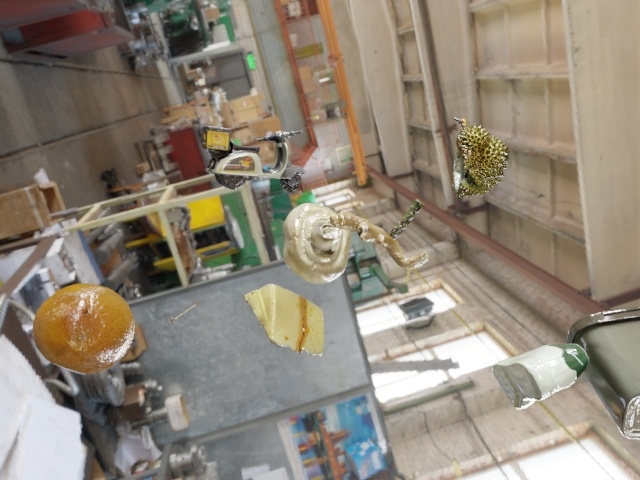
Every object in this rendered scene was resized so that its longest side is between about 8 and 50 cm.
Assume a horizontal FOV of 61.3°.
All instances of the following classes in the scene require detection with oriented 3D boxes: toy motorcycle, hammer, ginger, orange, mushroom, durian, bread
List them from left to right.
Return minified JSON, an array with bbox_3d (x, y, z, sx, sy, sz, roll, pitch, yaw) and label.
[{"bbox_3d":[-0.643,0.240,1.469,0.264,0.265,0.263,164,-90,-86],"label":"orange"},{"bbox_3d":[-0.516,0.272,2.055,0.014,0.123,0.029,25,-36,50],"label":"hammer"},{"bbox_3d":[-0.155,-0.198,1.322,0.091,0.263,0.157,-157,-111,-63],"label":"toy motorcycle"},{"bbox_3d":[-0.106,0.255,1.581,0.240,0.136,0.178,31,46,-41],"label":"bread"},{"bbox_3d":[0.000,0.000,1.721,0.260,0.254,0.234,53,-29,-7],"label":"mushroom"},{"bbox_3d":[0.155,-0.002,1.437,0.075,0.288,0.089,-60,179,19],"label":"ginger"},{"bbox_3d":[0.433,-0.231,1.468,0.193,0.138,0.237,70,19,-73],"label":"durian"}]

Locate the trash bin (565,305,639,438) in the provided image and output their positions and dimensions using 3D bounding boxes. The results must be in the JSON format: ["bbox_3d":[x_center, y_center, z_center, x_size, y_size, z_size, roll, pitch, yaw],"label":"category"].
[{"bbox_3d":[0.729,0.303,1.252,0.250,0.220,0.219,-91,168,-55],"label":"trash bin"}]

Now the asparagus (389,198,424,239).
[{"bbox_3d":[0.268,-0.060,1.716,0.036,0.165,0.030,37,6,-35],"label":"asparagus"}]

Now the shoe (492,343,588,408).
[{"bbox_3d":[0.549,0.329,1.353,0.363,0.160,0.131,75,-11,-70],"label":"shoe"}]
